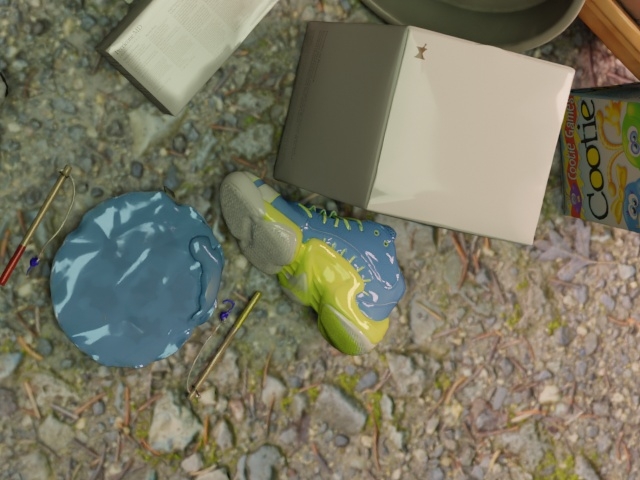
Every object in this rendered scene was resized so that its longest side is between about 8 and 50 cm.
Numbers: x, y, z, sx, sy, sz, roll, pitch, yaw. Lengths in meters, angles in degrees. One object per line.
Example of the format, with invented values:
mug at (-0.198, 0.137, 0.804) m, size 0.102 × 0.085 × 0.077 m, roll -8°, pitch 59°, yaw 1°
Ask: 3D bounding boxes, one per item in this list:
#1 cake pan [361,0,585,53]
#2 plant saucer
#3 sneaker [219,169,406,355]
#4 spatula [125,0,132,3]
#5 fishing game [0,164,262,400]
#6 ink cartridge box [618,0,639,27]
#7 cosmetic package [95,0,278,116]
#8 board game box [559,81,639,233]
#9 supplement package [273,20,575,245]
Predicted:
cake pan at (0.135, -0.311, 1.748) m, size 0.293 × 0.293 × 0.054 m, roll 45°, pitch 52°, yaw -19°
plant saucer at (0.300, -0.231, 1.848) m, size 0.037 × 0.200 × 0.200 m, roll -42°, pitch 109°, yaw 13°
sneaker at (0.000, 0.000, 1.842) m, size 0.126 × 0.091 × 0.240 m, roll -46°, pitch 109°, yaw -27°
spatula at (-0.167, -0.379, 1.756) m, size 0.168 × 0.019 × 0.242 m, roll 44°, pitch 83°, yaw -18°
fishing game at (-0.188, 0.036, 1.797) m, size 0.264 × 0.041 × 0.189 m, roll 30°, pitch 87°, yaw -28°
ink cartridge box at (0.413, -0.306, 1.903) m, size 0.127 × 0.128 × 0.176 m, roll 45°, pitch 82°, yaw -18°
cosmetic package at (-0.108, -0.246, 1.772) m, size 0.099 × 0.060 × 0.239 m, roll 44°, pitch 83°, yaw -21°
board game box at (0.373, -0.086, 1.842) m, size 0.144 × 0.275 × 0.142 m, roll -8°, pitch 100°, yaw -18°
supplement package at (0.092, -0.110, 1.735) m, size 0.177 × 0.293 × 0.175 m, roll 12°, pitch 93°, yaw -19°
